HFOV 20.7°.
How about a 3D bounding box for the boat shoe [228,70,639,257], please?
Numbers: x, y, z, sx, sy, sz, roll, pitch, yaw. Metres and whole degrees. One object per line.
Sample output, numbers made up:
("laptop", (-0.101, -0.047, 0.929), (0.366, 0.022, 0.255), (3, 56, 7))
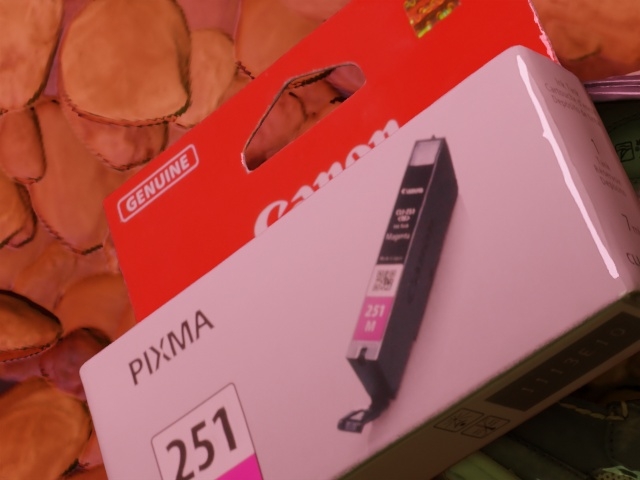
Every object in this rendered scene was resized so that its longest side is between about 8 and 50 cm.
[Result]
("boat shoe", (0.077, -0.020, 0.832), (0.285, 0.092, 0.102), (-16, 83, 15))

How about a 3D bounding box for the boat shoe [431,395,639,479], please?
("boat shoe", (0.173, 0.135, 0.793), (0.355, 0.132, 0.130), (33, 69, 20))

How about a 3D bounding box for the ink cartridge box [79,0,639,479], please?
("ink cartridge box", (0.000, 0.000, 0.791), (0.275, 0.060, 0.239), (-36, 57, 26))
